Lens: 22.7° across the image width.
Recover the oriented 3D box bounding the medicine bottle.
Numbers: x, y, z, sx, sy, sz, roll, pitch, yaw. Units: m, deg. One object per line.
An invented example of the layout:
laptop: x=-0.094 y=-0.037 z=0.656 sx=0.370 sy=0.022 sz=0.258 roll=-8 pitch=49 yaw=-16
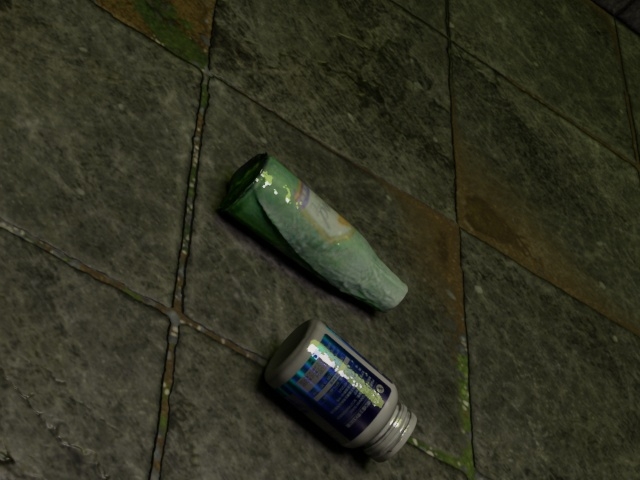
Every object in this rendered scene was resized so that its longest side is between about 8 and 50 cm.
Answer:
medicine bottle: x=0.029 y=0.198 z=2.060 sx=0.191 sy=0.107 sz=0.107 roll=41 pitch=35 yaw=-11

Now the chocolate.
chocolate: x=0.000 y=0.000 z=2.236 sx=0.291 sy=0.110 sz=0.110 roll=38 pitch=35 yaw=-18
